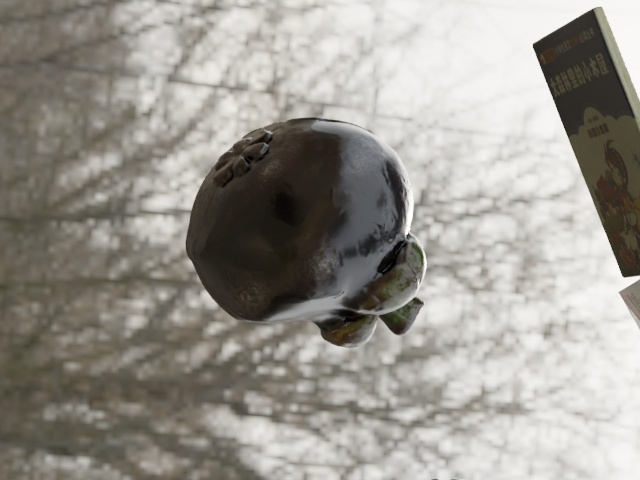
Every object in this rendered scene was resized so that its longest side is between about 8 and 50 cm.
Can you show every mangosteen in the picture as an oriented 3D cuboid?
[{"bbox_3d":[-0.002,-0.005,1.887,0.287,0.288,0.233,124,-29,-60],"label":"mangosteen"}]

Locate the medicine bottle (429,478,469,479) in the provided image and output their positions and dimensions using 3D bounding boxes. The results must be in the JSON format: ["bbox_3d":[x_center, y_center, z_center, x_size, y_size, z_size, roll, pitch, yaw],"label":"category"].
[{"bbox_3d":[0.143,0.260,1.657,0.047,0.083,0.047,-27,-124,49],"label":"medicine bottle"}]

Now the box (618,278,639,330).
[{"bbox_3d":[0.373,0.116,1.713,0.129,0.051,0.130,56,5,-31],"label":"box"}]

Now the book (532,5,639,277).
[{"bbox_3d":[0.350,-0.109,2.014,0.228,0.018,0.322,158,-90,-77],"label":"book"}]
